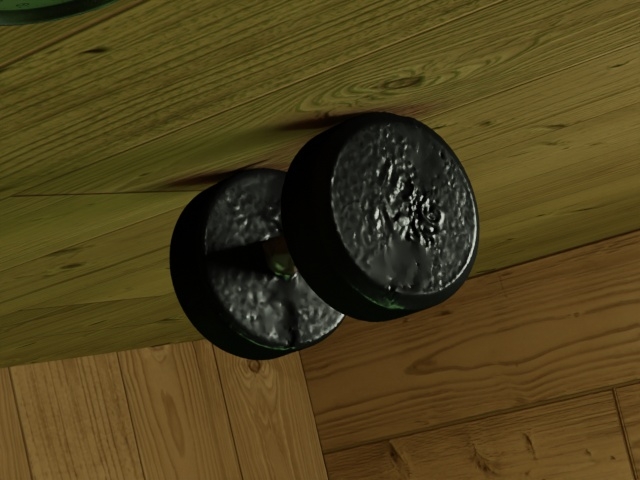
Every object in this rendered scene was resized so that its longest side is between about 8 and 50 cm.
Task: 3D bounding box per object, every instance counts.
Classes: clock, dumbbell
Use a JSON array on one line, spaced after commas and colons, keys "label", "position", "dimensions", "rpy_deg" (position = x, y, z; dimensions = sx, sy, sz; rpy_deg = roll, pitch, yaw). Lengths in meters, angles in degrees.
[{"label": "clock", "position": [-0.114, -0.110, 0.700], "dimensions": [0.085, 0.017, 0.085], "rpy_deg": [-13, 173, -1]}, {"label": "dumbbell", "position": [0.000, 0.000, 1.284], "dimensions": [0.152, 0.152, 0.218], "rpy_deg": [-8, 171, -37]}]
